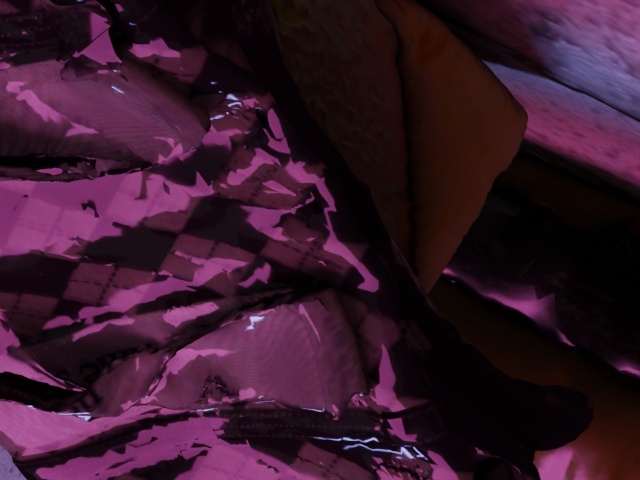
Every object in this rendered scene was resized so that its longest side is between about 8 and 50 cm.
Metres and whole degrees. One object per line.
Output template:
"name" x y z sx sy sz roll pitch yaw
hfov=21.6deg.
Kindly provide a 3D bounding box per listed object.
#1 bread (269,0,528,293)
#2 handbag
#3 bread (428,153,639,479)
"bread" -0.039 -0.086 0.863 0.240 0.135 0.178 29 176 38
"handbag" -0.083 -0.018 0.776 0.316 0.180 0.416 -2 131 43
"bread" 0.164 0.074 1.069 0.376 0.208 0.251 22 177 34
